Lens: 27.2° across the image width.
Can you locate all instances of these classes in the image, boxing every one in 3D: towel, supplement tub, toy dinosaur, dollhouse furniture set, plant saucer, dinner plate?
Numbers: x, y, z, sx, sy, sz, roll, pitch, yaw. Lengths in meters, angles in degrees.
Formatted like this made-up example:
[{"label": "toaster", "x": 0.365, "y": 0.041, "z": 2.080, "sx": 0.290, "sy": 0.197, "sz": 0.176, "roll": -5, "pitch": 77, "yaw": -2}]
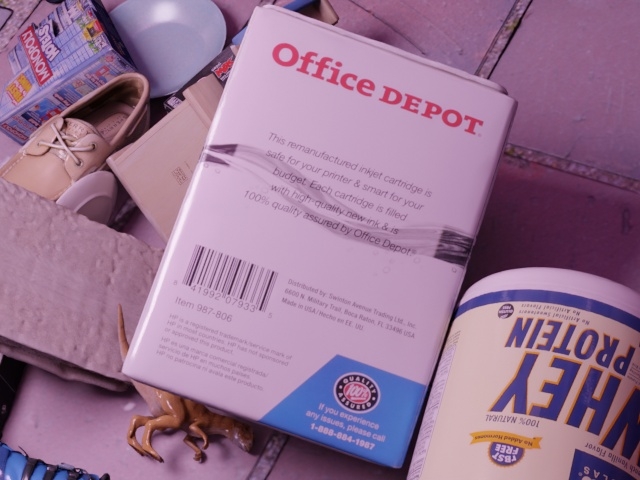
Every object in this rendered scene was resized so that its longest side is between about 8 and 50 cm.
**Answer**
[{"label": "towel", "x": -0.292, "y": 0.049, "z": 1.468, "sx": 0.049, "sy": 0.282, "sz": 0.187, "roll": -26, "pitch": 48, "yaw": 42}, {"label": "supplement tub", "x": 0.205, "y": 0.215, "z": 1.247, "sx": 0.235, "sy": 0.235, "sz": 0.325, "roll": 8, "pitch": 59, "yaw": 18}, {"label": "toy dinosaur", "x": -0.171, "y": 0.180, "z": 1.455, "sx": 0.211, "sy": 0.064, "sz": 0.112, "roll": 36, "pitch": 71, "yaw": 1}, {"label": "dollhouse furniture set", "x": -0.047, "y": -0.107, "z": 1.619, "sx": 0.303, "sy": 0.198, "sz": 0.286, "roll": -38, "pitch": 95, "yaw": -41}, {"label": "plant saucer", "x": -0.216, "y": -0.255, "z": 1.779, "sx": 0.195, "sy": 0.037, "sz": 0.195, "roll": -6, "pitch": 56, "yaw": 9}, {"label": "dinner plate", "x": -0.285, "y": -0.020, "z": 1.576, "sx": 0.017, "sy": 0.141, "sz": 0.141, "roll": 36, "pitch": 70, "yaw": 17}]

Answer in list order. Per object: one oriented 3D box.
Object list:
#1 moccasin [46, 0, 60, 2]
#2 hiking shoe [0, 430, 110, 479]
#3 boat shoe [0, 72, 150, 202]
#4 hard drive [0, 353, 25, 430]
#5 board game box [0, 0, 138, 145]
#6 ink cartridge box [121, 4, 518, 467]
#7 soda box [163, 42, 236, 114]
[{"label": "moccasin", "x": -0.285, "y": -0.468, "z": 1.895, "sx": 0.342, "sy": 0.117, "sz": 0.138, "roll": -32, "pitch": 43, "yaw": -4}, {"label": "hiking shoe", "x": -0.288, "y": 0.280, "z": 1.405, "sx": 0.132, "sy": 0.113, "sz": 0.304, "roll": -37, "pitch": 67, "yaw": -19}, {"label": "boat shoe", "x": -0.305, "y": -0.108, "z": 1.600, "sx": 0.109, "sy": 0.098, "sz": 0.302, "roll": 33, "pitch": 44, "yaw": 11}, {"label": "hard drive", "x": -0.450, "y": 0.069, "z": 1.601, "sx": 0.237, "sy": 0.064, "sz": 0.339, "roll": 5, "pitch": 57, "yaw": 16}, {"label": "board game box", "x": -0.356, "y": -0.229, "z": 1.751, "sx": 0.194, "sy": 0.060, "sz": 0.194, "roll": -39, "pitch": 48, "yaw": 9}, {"label": "ink cartridge box", "x": 0.000, "y": 0.000, "z": 1.359, "sx": 0.285, "sy": 0.166, "sz": 0.395, "roll": 20, "pitch": 81, "yaw": -3}, {"label": "soda box", "x": -0.120, "y": -0.200, "z": 1.706, "sx": 0.053, "sy": 0.060, "sz": 0.169, "roll": 37, "pitch": 70, "yaw": 29}]
